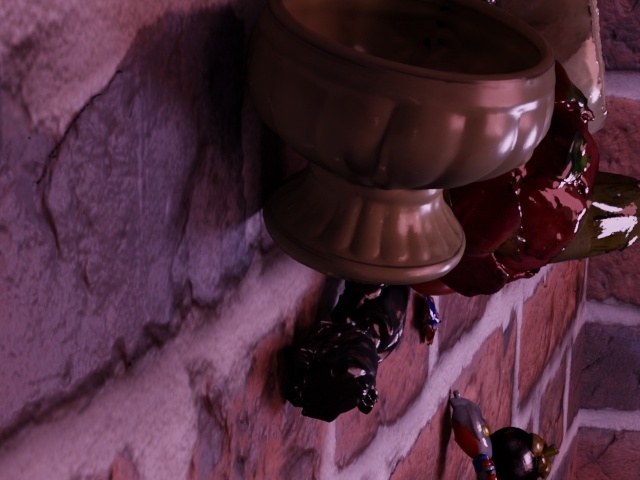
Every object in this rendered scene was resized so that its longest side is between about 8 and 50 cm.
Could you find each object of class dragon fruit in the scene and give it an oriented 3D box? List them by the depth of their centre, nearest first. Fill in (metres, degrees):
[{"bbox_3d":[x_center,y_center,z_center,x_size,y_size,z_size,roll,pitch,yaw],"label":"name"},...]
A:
[{"bbox_3d":[0.181,-0.096,1.522,0.329,0.329,0.329,5,90,-70],"label":"dragon fruit"}]

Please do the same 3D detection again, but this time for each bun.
[{"bbox_3d":[0.374,-0.340,2.154,0.360,0.211,0.360,-5,90,-75],"label":"bun"}]

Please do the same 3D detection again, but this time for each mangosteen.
[{"bbox_3d":[0.397,0.430,2.493,0.137,0.151,0.137,-12,90,-77],"label":"mangosteen"}]

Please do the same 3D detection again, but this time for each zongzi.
[{"bbox_3d":[0.393,-0.044,1.940,0.360,0.323,0.160,172,-86,-82],"label":"zongzi"}]

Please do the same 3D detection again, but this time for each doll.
[{"bbox_3d":[0.267,0.349,2.170,0.104,0.062,0.195,31,36,-75],"label":"doll"}]

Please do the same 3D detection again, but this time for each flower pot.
[{"bbox_3d":[0.067,-0.110,1.254,0.307,0.307,0.244,-50,157,-58],"label":"flower pot"}]

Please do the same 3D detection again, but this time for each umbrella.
[{"bbox_3d":[0.044,0.111,1.494,0.122,0.110,0.272,51,33,-12],"label":"umbrella"}]

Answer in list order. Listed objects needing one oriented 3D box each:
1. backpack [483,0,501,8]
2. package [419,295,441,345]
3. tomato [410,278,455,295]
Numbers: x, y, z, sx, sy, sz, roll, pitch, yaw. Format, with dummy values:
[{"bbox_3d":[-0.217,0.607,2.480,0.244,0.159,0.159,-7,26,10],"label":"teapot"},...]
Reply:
[{"bbox_3d":[0.169,-0.335,1.687,0.229,0.139,0.229,-8,90,-83],"label":"backpack"},{"bbox_3d":[0.169,0.121,1.952,0.111,0.033,0.077,63,12,-79],"label":"package"},{"bbox_3d":[0.195,0.003,1.820,0.167,0.167,0.167,5,90,-70],"label":"tomato"}]
